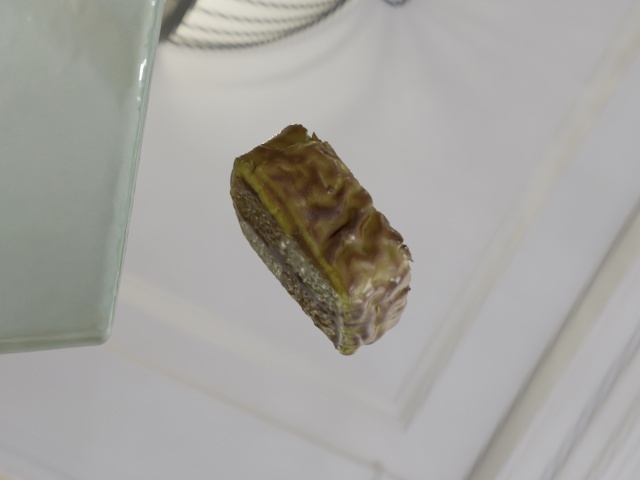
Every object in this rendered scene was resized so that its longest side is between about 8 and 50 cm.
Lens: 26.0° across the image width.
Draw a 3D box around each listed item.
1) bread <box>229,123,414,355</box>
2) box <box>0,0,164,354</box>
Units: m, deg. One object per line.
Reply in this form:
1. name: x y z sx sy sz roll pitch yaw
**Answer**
1. bread: 0.000 0.000 1.440 0.096 0.222 0.181 -33 160 -19
2. box: -0.135 -0.061 0.484 0.148 0.129 0.210 50 -46 52
